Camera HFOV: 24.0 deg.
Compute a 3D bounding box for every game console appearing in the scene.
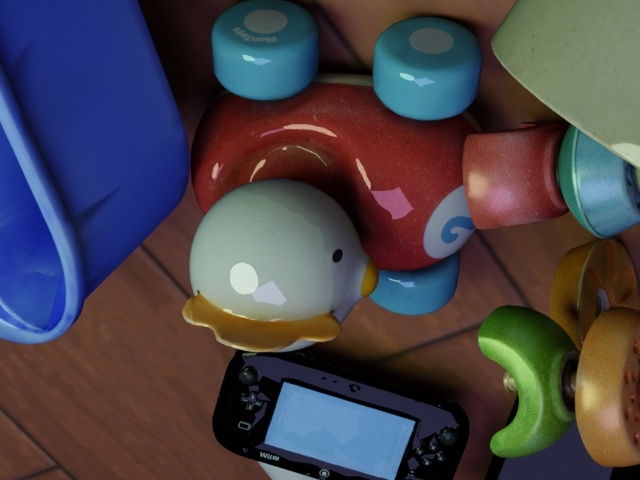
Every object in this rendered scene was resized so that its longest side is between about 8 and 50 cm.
[{"bbox_3d":[0.088,0.186,1.213,0.361,0.044,0.213,17,109,-1],"label":"game console"}]

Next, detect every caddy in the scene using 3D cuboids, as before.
[{"bbox_3d":[-0.237,-0.090,0.956,0.241,0.179,0.341,12,133,40],"label":"caddy"}]

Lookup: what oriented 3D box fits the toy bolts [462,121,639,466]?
[{"bbox_3d":[0.209,0.017,0.991,0.158,0.218,0.229,-1,104,36],"label":"toy bolts"}]

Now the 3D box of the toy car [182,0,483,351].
[{"bbox_3d":[0.000,0.000,0.992,0.210,0.238,0.219,8,133,7],"label":"toy car"}]

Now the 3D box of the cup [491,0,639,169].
[{"bbox_3d":[0.290,-0.133,0.784,0.331,0.331,0.237,24,109,-7],"label":"cup"}]

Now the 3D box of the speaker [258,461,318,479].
[{"bbox_3d":[-0.015,0.197,1.294,0.055,0.055,0.136,-18,124,27],"label":"speaker"}]
